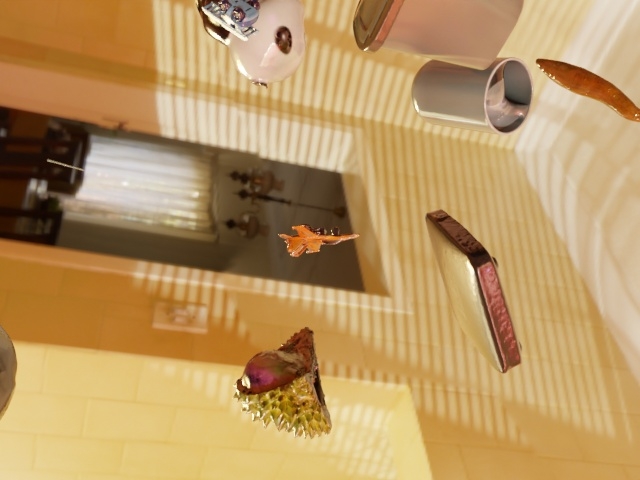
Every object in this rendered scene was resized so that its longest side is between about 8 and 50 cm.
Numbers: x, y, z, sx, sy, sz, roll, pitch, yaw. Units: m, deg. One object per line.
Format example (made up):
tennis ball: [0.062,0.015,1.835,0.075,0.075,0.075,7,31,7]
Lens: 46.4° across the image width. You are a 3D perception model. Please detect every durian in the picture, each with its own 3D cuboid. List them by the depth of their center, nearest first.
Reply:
durian: [-0.049,0.190,0.923,0.186,0.108,0.118,-94,171,-76]

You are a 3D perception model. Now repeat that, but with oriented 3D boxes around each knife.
knife: [-0.588,-0.174,1.728,0.014,0.091,0.005,14,-91,47]

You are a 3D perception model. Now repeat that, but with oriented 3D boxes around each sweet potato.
sweet potato: [0.571,-0.325,1.574,0.057,0.265,0.057,-47,157,-27]

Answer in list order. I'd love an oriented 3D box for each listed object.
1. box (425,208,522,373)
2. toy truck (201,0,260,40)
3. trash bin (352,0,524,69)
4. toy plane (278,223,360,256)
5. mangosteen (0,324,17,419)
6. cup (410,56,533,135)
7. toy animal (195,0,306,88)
box: [0.311,0.096,1.539,0.290,0.073,0.288,-119,-172,-67]
toy truck: [-0.179,-0.455,1.470,0.136,0.063,0.074,39,-31,21]
trash bin: [0.213,-0.437,1.366,0.219,0.250,0.219,-101,-151,-44]
toy plane: [0.000,-0.010,1.765,0.135,0.189,0.062,56,21,-58]
mangosteen: [-0.524,0.143,0.957,0.287,0.233,0.287,6,90,-82]
cup: [0.412,-0.414,2.097,0.312,0.206,0.205,19,-80,49]
toy animal: [-0.170,-0.556,1.950,0.309,0.251,0.251,56,-35,23]
